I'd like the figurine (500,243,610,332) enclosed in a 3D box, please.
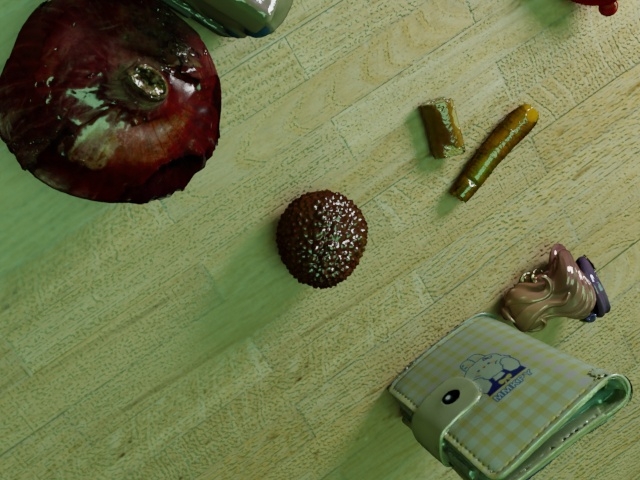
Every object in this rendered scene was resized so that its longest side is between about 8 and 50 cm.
[{"bbox_3d":[0.340,0.074,1.207,0.157,0.114,0.126,-12,62,-10],"label":"figurine"}]

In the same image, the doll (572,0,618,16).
[{"bbox_3d":[0.366,-0.406,1.109,0.217,0.183,0.085,49,44,-25],"label":"doll"}]

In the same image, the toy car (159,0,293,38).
[{"bbox_3d":[-0.079,-0.409,0.897,0.242,0.226,0.336,29,91,-22],"label":"toy car"}]

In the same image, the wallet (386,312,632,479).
[{"bbox_3d":[0.226,0.204,1.083,0.223,0.309,0.077,-33,106,-9],"label":"wallet"}]

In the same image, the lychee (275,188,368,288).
[{"bbox_3d":[0.003,0.002,1.066,0.123,0.129,0.123,-11,141,-9],"label":"lychee"}]

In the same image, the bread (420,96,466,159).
[{"bbox_3d":[0.169,-0.155,1.139,0.047,0.036,0.083,-17,107,0],"label":"bread"}]

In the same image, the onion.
[{"bbox_3d":[-0.223,-0.155,0.900,0.252,0.219,0.252,-3,97,-28],"label":"onion"}]

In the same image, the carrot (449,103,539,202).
[{"bbox_3d":[0.246,-0.122,1.172,0.042,0.042,0.171,40,88,-22],"label":"carrot"}]
